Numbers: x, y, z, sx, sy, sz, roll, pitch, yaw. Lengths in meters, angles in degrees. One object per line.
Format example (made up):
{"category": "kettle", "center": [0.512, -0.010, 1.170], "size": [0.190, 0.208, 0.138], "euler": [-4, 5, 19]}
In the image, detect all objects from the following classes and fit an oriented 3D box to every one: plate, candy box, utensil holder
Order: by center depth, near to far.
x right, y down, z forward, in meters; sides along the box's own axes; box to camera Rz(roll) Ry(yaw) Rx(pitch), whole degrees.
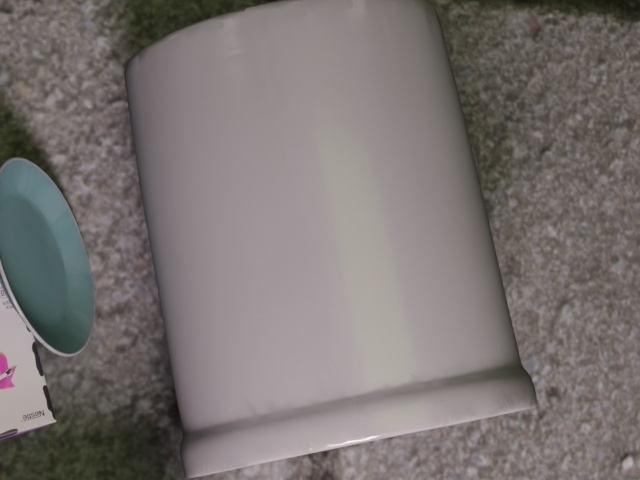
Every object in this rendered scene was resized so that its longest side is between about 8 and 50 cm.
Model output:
{"category": "candy box", "center": [-0.343, 0.092, 1.478], "size": [0.165, 0.070, 0.196], "euler": [-15, 87, -30]}
{"category": "plate", "center": [-0.258, 0.017, 1.508], "size": [0.024, 0.188, 0.188], "euler": [-17, 88, 14]}
{"category": "utensil holder", "center": [0.000, 0.000, 1.541], "size": [0.328, 0.327, 0.385], "euler": [-7, 81, -29]}
